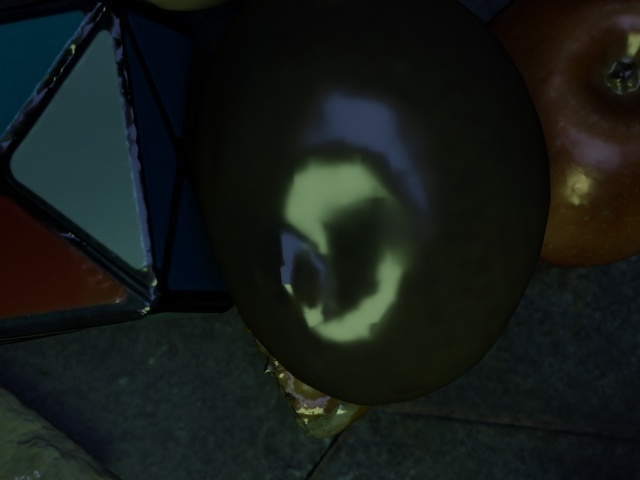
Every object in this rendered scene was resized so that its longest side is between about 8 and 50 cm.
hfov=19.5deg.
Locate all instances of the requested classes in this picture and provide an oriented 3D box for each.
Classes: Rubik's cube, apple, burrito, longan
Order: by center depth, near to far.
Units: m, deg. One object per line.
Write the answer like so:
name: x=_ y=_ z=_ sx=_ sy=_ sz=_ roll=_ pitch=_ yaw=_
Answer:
longan: x=0.039 y=-0.046 z=1.448 sx=0.288 sy=0.288 sz=0.350 roll=-11 pitch=92 yaw=-10
Rubik's cube: x=-0.223 y=-0.045 z=1.470 sx=0.250 sy=0.248 sz=0.246 roll=-10 pitch=87 yaw=9
burrito: x=-0.321 y=0.163 z=1.538 sx=0.299 sy=0.105 sz=0.143 roll=39 pitch=77 yaw=-4
apple: x=0.243 y=-0.111 z=1.603 sx=0.271 sy=0.206 sz=0.252 roll=-22 pitch=87 yaw=-9

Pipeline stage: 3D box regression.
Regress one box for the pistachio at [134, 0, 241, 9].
pistachio: x=-0.106 y=-0.329 z=1.440 sx=0.365 sy=0.445 sz=0.281 roll=-17 pitch=78 yaw=12

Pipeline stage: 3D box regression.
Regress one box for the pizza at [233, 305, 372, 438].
pizza: x=0.000 y=0.000 z=1.612 sx=0.226 sy=0.086 sz=0.336 roll=12 pitch=85 yaw=0
